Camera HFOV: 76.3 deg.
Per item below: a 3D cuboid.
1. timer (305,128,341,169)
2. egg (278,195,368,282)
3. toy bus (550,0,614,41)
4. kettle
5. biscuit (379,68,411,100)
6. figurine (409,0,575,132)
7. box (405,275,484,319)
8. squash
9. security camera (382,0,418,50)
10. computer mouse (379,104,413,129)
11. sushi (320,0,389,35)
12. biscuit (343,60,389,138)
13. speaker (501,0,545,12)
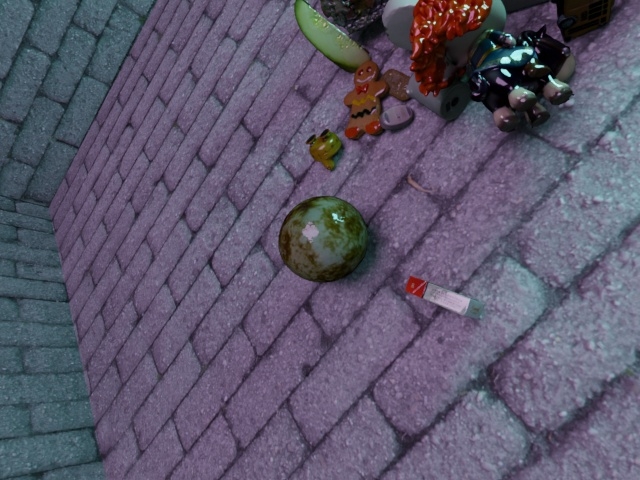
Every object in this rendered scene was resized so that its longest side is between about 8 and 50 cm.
[{"bbox_3d":[0.019,-0.291,1.308,0.107,0.109,0.107,-27,33,19],"label":"timer"},{"bbox_3d":[0.000,0.000,1.134,0.289,0.238,0.238,-20,63,60],"label":"egg"},{"bbox_3d":[0.553,-0.534,0.858,0.114,0.201,0.098,-11,69,28],"label":"toy bus"},{"bbox_3d":[0.317,-0.405,1.080,0.127,0.098,0.148,-56,47,20],"label":"kettle"},{"bbox_3d":[0.230,-0.466,1.217,0.071,0.018,0.147,-53,52,14],"label":"biscuit"},{"bbox_3d":[0.372,-0.424,0.906,0.411,0.241,0.306,39,79,15],"label":"figurine"},{"bbox_3d":[0.287,0.131,0.945,0.152,0.100,0.048,24,90,41],"label":"box"},{"bbox_3d":[0.025,-0.633,1.280,0.093,0.252,0.169,-53,51,16],"label":"squash"},{"bbox_3d":[0.280,-0.682,1.129,0.194,0.194,0.236,6,81,40],"label":"security camera"},{"bbox_3d":[0.218,-0.352,1.177,0.096,0.039,0.066,-16,74,7],"label":"computer mouse"},{"bbox_3d":[0.136,-0.762,1.247,0.274,0.184,0.139,-12,40,33],"label":"sushi"},{"bbox_3d":[0.135,-0.440,1.264,0.165,0.036,0.250,-2,80,42],"label":"biscuit"},{"bbox_3d":[0.556,-0.685,0.904,0.406,0.184,0.183,2,79,39],"label":"speaker"}]
